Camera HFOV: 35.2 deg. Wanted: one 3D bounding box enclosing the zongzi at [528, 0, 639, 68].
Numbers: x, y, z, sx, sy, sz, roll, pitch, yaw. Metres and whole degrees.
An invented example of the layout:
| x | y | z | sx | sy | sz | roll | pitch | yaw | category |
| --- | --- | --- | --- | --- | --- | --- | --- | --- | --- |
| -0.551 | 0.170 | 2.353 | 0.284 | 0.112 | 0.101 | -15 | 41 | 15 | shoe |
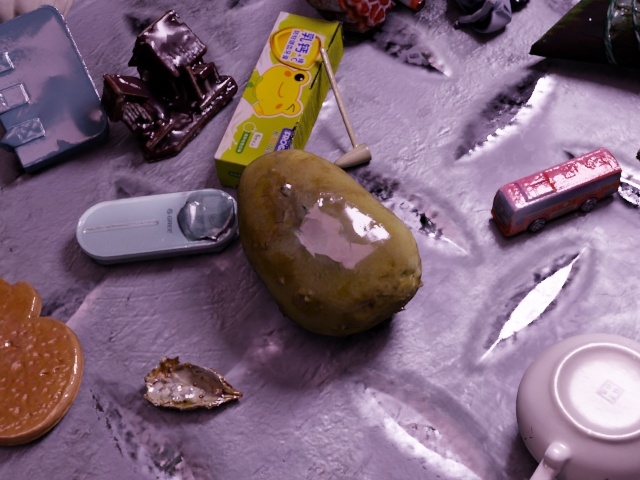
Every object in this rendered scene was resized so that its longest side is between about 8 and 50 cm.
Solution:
| x | y | z | sx | sy | sz | roll | pitch | yaw | category |
| --- | --- | --- | --- | --- | --- | --- | --- | --- | --- |
| 0.534 | -0.346 | 1.575 | 0.362 | 0.319 | 0.383 | -35 | 44 | -5 | zongzi |

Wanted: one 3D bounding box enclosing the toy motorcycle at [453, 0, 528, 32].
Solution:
| x | y | z | sx | sy | sz | roll | pitch | yaw | category |
| --- | --- | --- | --- | --- | --- | --- | --- | --- | --- |
| 0.238 | -0.443 | 1.678 | 0.270 | 0.106 | 0.159 | 24 | 69 | -22 | toy motorcycle |

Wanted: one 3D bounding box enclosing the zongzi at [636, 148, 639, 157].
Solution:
| x | y | z | sx | sy | sz | roll | pitch | yaw | category |
| --- | --- | --- | --- | --- | --- | --- | --- | --- | --- |
| 0.539 | -0.141 | 1.538 | 0.083 | 0.067 | 0.073 | 33 | 53 | 2 | zongzi |

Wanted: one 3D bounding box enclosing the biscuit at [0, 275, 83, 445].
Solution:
| x | y | z | sx | sy | sz | roll | pitch | yaw | category |
| --- | --- | --- | --- | --- | --- | --- | --- | --- | --- |
| -0.456 | 0.161 | 1.434 | 0.202 | 0.044 | 0.288 | -35 | 60 | -16 | biscuit |

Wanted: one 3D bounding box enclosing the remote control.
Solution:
| x | y | z | sx | sy | sz | roll | pitch | yaw | category |
| --- | --- | --- | --- | --- | --- | --- | --- | --- | --- |
| -0.243 | -0.020 | 1.522 | 0.247 | 0.052 | 0.104 | -6 | 59 | 1 | remote control |

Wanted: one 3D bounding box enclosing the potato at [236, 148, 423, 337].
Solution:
| x | y | z | sx | sy | sz | roll | pitch | yaw | category |
| --- | --- | --- | --- | --- | --- | --- | --- | --- | --- |
| 0.000 | 0.000 | 1.413 | 0.210 | 0.173 | 0.307 | -39 | 67 | -1 | potato |

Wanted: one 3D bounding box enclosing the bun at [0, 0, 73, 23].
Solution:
| x | y | z | sx | sy | sz | roll | pitch | yaw | category |
| --- | --- | --- | --- | --- | --- | --- | --- | --- | --- |
| -0.533 | -0.389 | 1.723 | 0.263 | 0.175 | 0.263 | -6 | 20 | 2 | bun |

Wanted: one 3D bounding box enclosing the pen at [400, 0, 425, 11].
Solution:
| x | y | z | sx | sy | sz | roll | pitch | yaw | category |
| --- | --- | --- | --- | --- | --- | --- | --- | --- | --- |
| 0.089 | -0.471 | 1.786 | 0.239 | 0.028 | 0.028 | 39 | 69 | 24 | pen |

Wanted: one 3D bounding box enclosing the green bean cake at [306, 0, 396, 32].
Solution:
| x | y | z | sx | sy | sz | roll | pitch | yaw | category |
| --- | --- | --- | --- | --- | --- | --- | --- | --- | --- |
| 0.079 | -0.464 | 1.693 | 0.097 | 0.198 | 0.232 | 19 | 81 | 34 | green bean cake |

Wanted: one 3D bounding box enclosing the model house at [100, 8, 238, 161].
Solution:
| x | y | z | sx | sy | sz | roll | pitch | yaw | category |
| --- | --- | --- | --- | --- | --- | --- | --- | --- | --- |
| -0.250 | -0.246 | 1.600 | 0.141 | 0.164 | 0.203 | 24 | 65 | 24 | model house |

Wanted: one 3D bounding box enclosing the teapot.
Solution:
| x | y | z | sx | sy | sz | roll | pitch | yaw | category |
| --- | --- | --- | --- | --- | --- | --- | --- | --- | --- |
| 0.339 | 0.231 | 1.269 | 0.208 | 0.166 | 0.299 | 41 | 77 | 17 | teapot |

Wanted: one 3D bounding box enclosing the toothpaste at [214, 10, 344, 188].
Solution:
| x | y | z | sx | sy | sz | roll | pitch | yaw | category |
| --- | --- | --- | --- | --- | --- | --- | --- | --- | --- |
| -0.061 | -0.220 | 1.616 | 0.110 | 0.077 | 0.327 | 12 | 60 | 15 | toothpaste |

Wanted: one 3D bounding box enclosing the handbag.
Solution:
| x | y | z | sx | sy | sz | roll | pitch | yaw | category |
| --- | --- | --- | --- | --- | --- | --- | --- | --- | --- |
| -0.455 | -0.240 | 1.616 | 0.179 | 0.062 | 0.229 | -26 | 91 | -10 | handbag |

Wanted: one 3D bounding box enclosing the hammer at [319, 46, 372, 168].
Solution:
| x | y | z | sx | sy | sz | roll | pitch | yaw | category |
| --- | --- | --- | --- | --- | --- | --- | --- | --- | --- |
| 0.022 | -0.209 | 1.586 | 0.060 | 0.028 | 0.195 | -19 | 85 | -4 | hammer |

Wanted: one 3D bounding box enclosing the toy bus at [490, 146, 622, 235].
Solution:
| x | y | z | sx | sy | sz | roll | pitch | yaw | category |
| --- | --- | --- | --- | --- | --- | --- | --- | --- | --- |
| 0.347 | -0.073 | 1.488 | 0.192 | 0.077 | 0.065 | -21 | 56 | -9 | toy bus |

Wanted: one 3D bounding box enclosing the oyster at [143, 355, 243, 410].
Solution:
| x | y | z | sx | sy | sz | roll | pitch | yaw | category |
| --- | --- | --- | --- | --- | --- | --- | --- | --- | --- |
| -0.180 | 0.208 | 1.389 | 0.132 | 0.029 | 0.086 | 28 | 71 | 17 | oyster |
